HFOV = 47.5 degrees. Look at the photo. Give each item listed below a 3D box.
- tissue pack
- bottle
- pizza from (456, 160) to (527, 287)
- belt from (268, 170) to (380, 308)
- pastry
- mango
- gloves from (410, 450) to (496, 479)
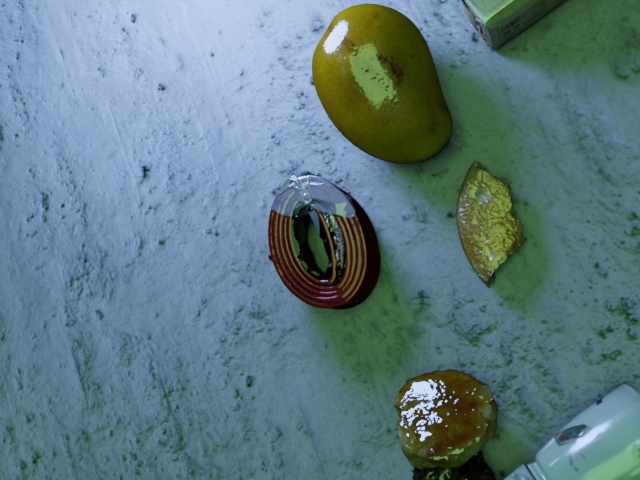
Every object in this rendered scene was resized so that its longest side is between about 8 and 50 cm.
[{"bbox_3d":[0.418,-0.529,1.524,0.234,0.159,0.125,-35,73,13],"label":"tissue pack"},{"bbox_3d":[0.487,0.451,1.329,0.352,0.229,0.229,-37,72,4],"label":"bottle"},{"bbox_3d":[0.354,-0.040,1.539,0.134,0.056,0.271,-18,76,19],"label":"pizza"},{"bbox_3d":[0.000,0.000,1.632,0.227,0.115,0.324,-26,74,14],"label":"belt"},{"bbox_3d":[0.243,0.357,1.466,0.218,0.100,0.229,-39,44,-13],"label":"pastry"},{"bbox_3d":[0.134,-0.331,1.575,0.264,0.221,0.378,-34,82,9],"label":"mango"},{"bbox_3d":[0.280,0.553,1.446,0.210,0.135,0.312,-27,72,21],"label":"gloves"}]
